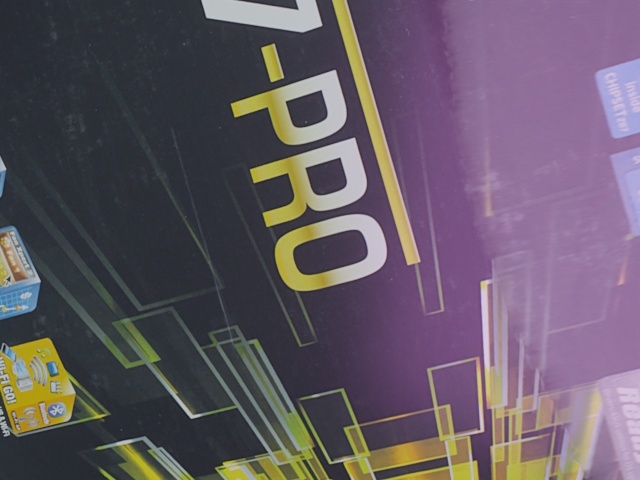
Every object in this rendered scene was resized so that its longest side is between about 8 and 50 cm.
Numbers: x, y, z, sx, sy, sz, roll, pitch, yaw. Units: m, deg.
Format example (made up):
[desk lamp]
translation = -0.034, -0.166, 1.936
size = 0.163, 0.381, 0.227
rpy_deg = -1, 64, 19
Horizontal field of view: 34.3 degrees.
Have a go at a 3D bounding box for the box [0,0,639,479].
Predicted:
[box]
translation = 0.000, 0.000, 0.408
size = 0.318, 0.097, 0.395
rpy_deg = -15, 93, 14
